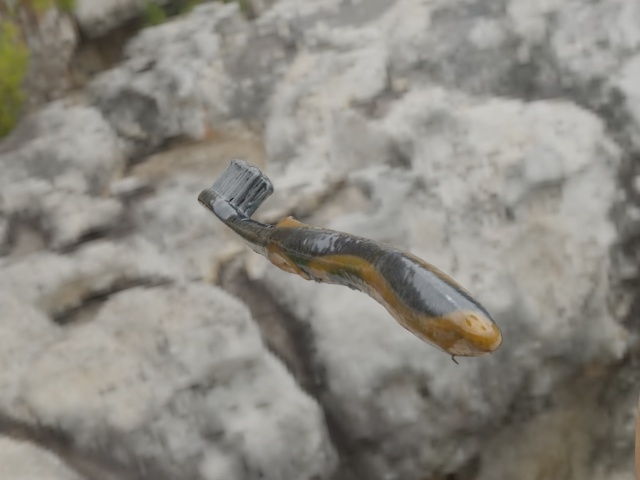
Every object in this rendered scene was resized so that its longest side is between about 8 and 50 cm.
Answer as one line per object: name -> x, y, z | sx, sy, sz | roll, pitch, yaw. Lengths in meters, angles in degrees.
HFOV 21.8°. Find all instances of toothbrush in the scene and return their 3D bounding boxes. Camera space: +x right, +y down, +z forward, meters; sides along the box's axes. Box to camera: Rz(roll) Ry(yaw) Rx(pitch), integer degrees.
toothbrush -> -0.002, 0.002, 0.590 | 0.031, 0.023, 0.321 | -55, 18, 0

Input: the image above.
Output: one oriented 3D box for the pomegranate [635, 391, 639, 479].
pomegranate -> 0.397, 0.143, 1.172 | 0.342, 0.343, 0.342 | -10, 27, 5
